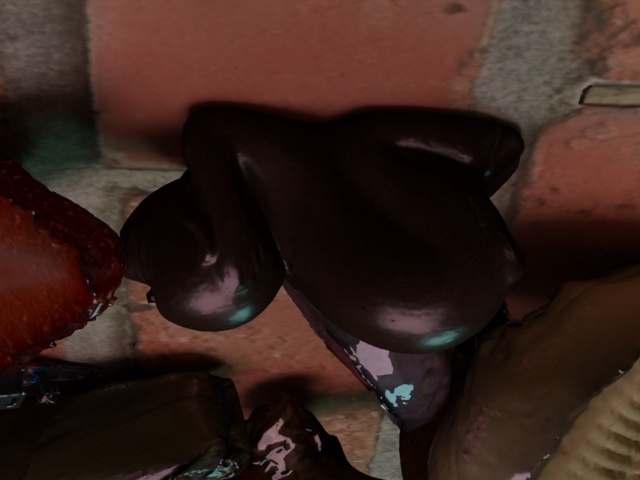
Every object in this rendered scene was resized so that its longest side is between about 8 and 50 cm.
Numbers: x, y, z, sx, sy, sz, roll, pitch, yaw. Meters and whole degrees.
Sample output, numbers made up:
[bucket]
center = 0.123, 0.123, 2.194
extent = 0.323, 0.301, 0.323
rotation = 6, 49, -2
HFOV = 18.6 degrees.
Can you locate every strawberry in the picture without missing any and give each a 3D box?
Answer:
[strawberry]
center = -0.201, -0.001, 1.252
extent = 0.236, 0.106, 0.175
rotation = 28, 134, 25

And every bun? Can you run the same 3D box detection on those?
[bun]
center = 0.186, 0.126, 1.454
extent = 0.146, 0.287, 0.287
rotation = 37, 179, 32

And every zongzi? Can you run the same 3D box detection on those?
[zongzi]
center = -0.237, 0.183, 1.667
extent = 0.289, 0.123, 0.260
rotation = 4, 161, -43

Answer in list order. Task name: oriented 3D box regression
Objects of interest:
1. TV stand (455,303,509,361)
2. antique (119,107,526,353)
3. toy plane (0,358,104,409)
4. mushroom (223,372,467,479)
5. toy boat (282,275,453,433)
[TV stand]
center = 0.116, 0.057, 1.514
extent = 0.042, 0.036, 0.249
rotation = -7, 157, 18
[antique]
center = 0.000, 0.000, 1.237
extent = 0.256, 0.143, 0.121
rotation = 3, 160, -2
[toy plane]
center = -0.266, 0.123, 1.641
extent = 0.188, 0.062, 0.135
rotation = 9, 138, -27
[mushroom]
center = 0.114, 0.264, 1.694
extent = 0.356, 0.334, 0.331
rotation = -7, 159, -11
[toy boat]
center = 0.043, 0.054, 1.393
extent = 0.085, 0.155, 0.227
rotation = -38, 163, -3
